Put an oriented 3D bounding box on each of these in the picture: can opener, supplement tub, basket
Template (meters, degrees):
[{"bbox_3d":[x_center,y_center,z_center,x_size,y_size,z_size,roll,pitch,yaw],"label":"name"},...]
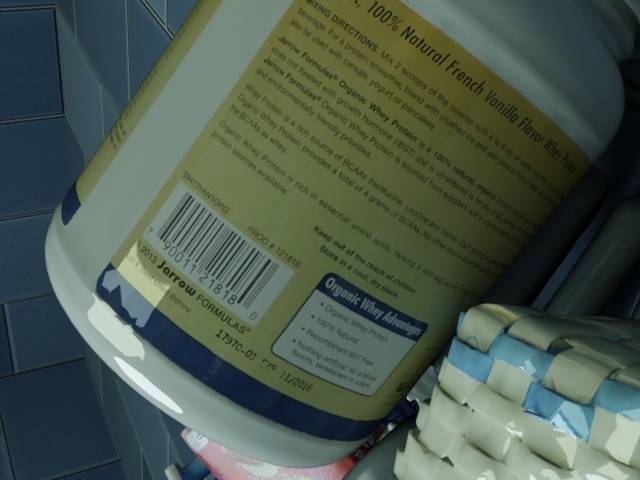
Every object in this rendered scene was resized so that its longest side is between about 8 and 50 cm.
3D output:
[{"bbox_3d":[0.106,0.084,0.505,0.074,0.093,0.280,36,101,16],"label":"can opener"},{"bbox_3d":[0.020,-0.059,0.464,0.316,0.228,0.228,-52,41,10],"label":"supplement tub"},{"bbox_3d":[0.150,0.184,0.413,0.201,0.255,0.288,13,95,58],"label":"basket"}]

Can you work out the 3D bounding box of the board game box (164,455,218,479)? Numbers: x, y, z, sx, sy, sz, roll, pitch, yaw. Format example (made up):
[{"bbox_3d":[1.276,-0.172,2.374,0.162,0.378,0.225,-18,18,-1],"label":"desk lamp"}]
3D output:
[{"bbox_3d":[0.054,0.386,0.700,0.390,0.050,0.390,54,171,-34],"label":"board game box"}]

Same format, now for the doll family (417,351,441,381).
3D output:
[{"bbox_3d":[0.046,0.147,0.773,0.263,0.118,0.163,33,125,15],"label":"doll family"}]

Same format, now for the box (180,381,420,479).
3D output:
[{"bbox_3d":[0.035,0.187,0.644,0.257,0.128,0.122,48,124,4],"label":"box"}]
